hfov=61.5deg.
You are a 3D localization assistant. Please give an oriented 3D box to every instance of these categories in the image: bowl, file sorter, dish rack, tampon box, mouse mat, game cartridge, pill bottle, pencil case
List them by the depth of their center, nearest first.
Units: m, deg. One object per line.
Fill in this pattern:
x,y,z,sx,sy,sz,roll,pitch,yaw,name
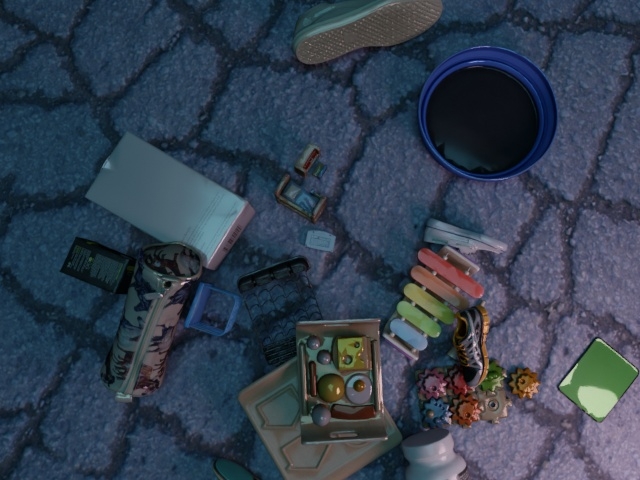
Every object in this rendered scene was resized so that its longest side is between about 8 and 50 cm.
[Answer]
-0.428,0.206,1.349,0.160,0.183,0.410,22,111,-6,pencil case
0.309,0.639,1.370,0.162,0.162,0.278,-16,83,-2,pill bottle
-0.277,0.184,1.422,0.104,0.170,0.118,20,84,-1,file sorter
-0.586,0.071,1.458,0.161,0.120,0.101,22,84,2,tampon box
-0.093,0.198,1.461,0.208,0.074,0.271,-19,96,-1,dish rack
0.764,0.383,1.477,0.152,0.007,0.190,41,86,5,mouse mat
0.000,0.000,1.519,0.083,0.017,0.056,12,87,1,game cartridge
0.468,-0.353,1.530,0.391,0.077,0.391,0,84,0,bowl

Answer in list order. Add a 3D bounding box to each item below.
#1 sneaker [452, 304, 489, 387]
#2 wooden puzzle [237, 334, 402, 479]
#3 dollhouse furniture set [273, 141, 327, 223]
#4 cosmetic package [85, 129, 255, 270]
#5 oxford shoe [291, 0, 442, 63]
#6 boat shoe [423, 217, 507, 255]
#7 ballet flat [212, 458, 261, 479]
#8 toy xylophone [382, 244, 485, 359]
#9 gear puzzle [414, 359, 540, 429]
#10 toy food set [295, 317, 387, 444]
0.386,0.277,1.410,0.083,0.084,0.215,1,89,-20,sneaker
-0.002,0.467,1.436,0.322,0.080,0.348,-31,89,-4,wooden puzzle
-0.024,-0.163,1.481,0.129,0.129,0.184,31,84,3,dollhouse furniture set
-0.402,-0.101,1.464,0.385,0.156,0.217,32,84,5,cosmetic package
0.126,-0.630,1.531,0.449,0.169,0.130,-16,62,-1,oxford shoe
0.397,0.006,1.494,0.226,0.083,0.076,19,95,14,boat shoe
-0.183,0.664,1.413,0.248,0.086,0.086,27,84,2,ballet flat
0.321,0.181,1.464,0.236,0.081,0.323,27,84,3,toy xylophone
0.432,0.415,1.454,0.339,0.044,0.175,-8,83,-1,gear puzzle
0.052,0.351,1.357,0.219,0.092,0.306,-3,88,-3,toy food set
